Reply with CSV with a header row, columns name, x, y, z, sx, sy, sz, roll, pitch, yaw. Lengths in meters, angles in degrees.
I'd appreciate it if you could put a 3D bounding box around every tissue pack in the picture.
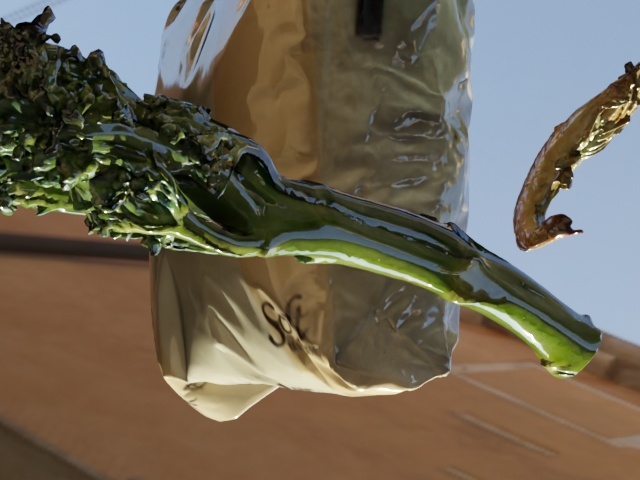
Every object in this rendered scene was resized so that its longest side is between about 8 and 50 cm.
name,x,y,z,sx,sy,sz,roll,pitch,yaw
tissue pack,-0.023,-0.050,1.212,0.375,0.195,0.390,-12,-102,61

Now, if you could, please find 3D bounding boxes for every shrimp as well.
name,x,y,z,sx,sy,sz,roll,pitch,yaw
shrimp,0.126,-0.037,0.709,0.114,0.023,0.083,-49,-162,41

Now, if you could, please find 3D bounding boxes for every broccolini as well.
name,x,y,z,sx,sy,sz,roll,pitch,yaw
broccolini,0.000,0.000,0.418,0.051,0.239,0.054,29,-85,47
